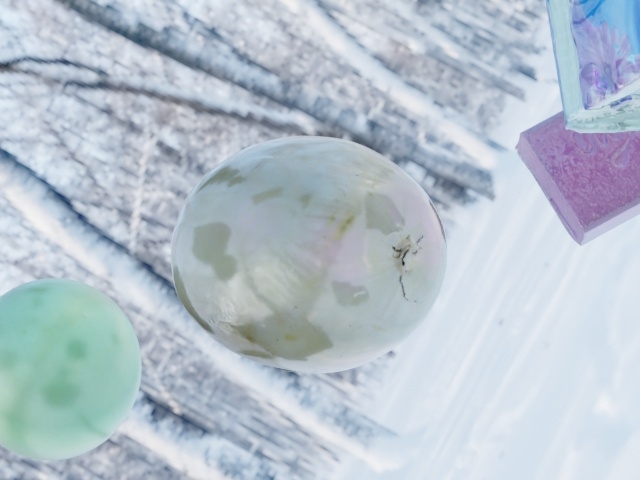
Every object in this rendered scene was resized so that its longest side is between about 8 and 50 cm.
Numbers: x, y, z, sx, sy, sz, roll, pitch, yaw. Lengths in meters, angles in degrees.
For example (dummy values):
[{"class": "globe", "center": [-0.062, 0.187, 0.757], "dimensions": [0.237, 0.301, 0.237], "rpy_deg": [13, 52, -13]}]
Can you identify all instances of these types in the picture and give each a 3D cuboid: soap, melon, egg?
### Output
[{"class": "soap", "center": [0.433, -0.131, 1.788], "dimensions": [0.259, 0.181, 0.081], "rpy_deg": [-27, -20, -4]}, {"class": "melon", "center": [-0.016, 0.013, 1.185], "dimensions": [0.317, 0.223, 0.223], "rpy_deg": [-4, 51, 57]}, {"class": "egg", "center": [-0.338, 0.165, 1.589], "dimensions": [0.220, 0.220, 0.269], "rpy_deg": [-59, -3, -28]}]

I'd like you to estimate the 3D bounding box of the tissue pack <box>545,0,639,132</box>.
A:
[{"class": "tissue pack", "center": [0.274, -0.222, 0.935], "dimensions": [0.146, 0.198, 0.263], "rpy_deg": [139, 128, -70]}]
